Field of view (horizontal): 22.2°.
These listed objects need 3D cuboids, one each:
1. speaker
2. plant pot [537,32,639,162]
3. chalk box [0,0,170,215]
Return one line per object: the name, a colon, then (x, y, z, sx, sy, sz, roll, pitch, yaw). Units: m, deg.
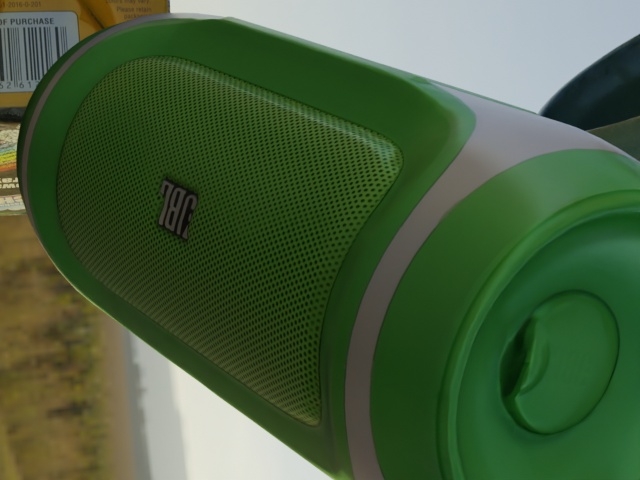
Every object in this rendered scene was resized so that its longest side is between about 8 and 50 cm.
speaker: (0.000, 0.000, 0.555, 0.296, 0.131, 0.131, 27, -55, 55)
plant pot: (0.334, -0.068, 1.227, 0.196, 0.293, 0.293, 61, -5, -12)
chalk box: (-0.195, -0.118, 1.011, 0.289, 0.180, 0.179, 133, -46, -73)
